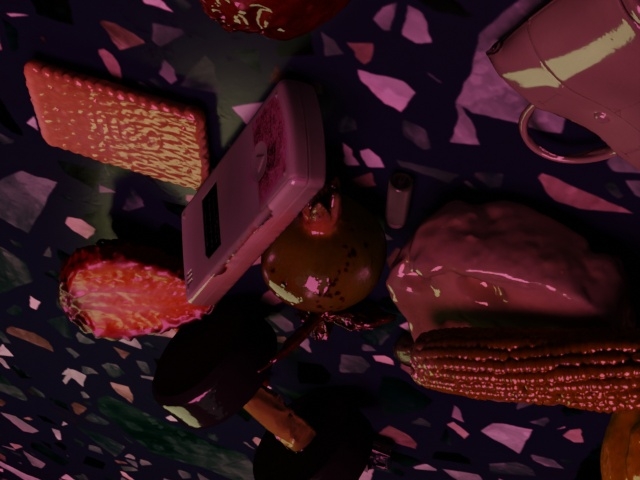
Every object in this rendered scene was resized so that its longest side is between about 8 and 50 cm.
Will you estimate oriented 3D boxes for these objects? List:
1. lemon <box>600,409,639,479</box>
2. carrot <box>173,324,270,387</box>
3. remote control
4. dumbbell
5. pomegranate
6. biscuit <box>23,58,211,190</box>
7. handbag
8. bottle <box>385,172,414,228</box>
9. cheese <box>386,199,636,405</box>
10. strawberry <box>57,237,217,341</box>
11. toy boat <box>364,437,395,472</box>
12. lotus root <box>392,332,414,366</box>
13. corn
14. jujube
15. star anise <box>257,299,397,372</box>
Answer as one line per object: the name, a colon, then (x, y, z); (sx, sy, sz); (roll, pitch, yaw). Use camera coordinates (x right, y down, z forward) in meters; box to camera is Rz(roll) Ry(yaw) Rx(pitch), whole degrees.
lemon: (0.494, 0.266, 1.302); (0.348, 0.348, 0.348); (17, 146, 12)
carrot: (-0.163, 0.188, 1.881); (0.190, 0.037, 0.037); (37, 145, -12)
remote control: (-0.089, -0.050, 1.383); (0.050, 0.145, 0.344); (7, 151, -26)
dumbbell: (-0.086, 0.260, 1.774); (0.204, 0.203, 0.322); (-13, 131, 44)
pomegranate: (0.000, 0.000, 1.397); (0.159, 0.159, 0.205); (16, 142, 14)
biscuit: (-0.257, -0.149, 1.470); (0.250, 0.030, 0.160); (17, 146, 12)
handbag: (0.295, -0.156, 1.085); (0.241, 0.109, 0.315); (31, 160, -8)
bottle: (0.095, -0.047, 1.385); (0.030, 0.030, 0.083); (18, 147, 10)
cheese: (0.228, 0.084, 1.404); (0.318, 0.115, 0.326); (31, 145, -11)
strawberry: (-0.273, 0.057, 1.718); (0.237, 0.111, 0.190); (0, 135, -4)
toy boat: (0.055, 0.351, 1.944); (0.141, 0.060, 0.055); (17, 148, 17)
lotus root: (0.139, 0.158, 1.626); (0.099, 0.049, 0.054); (-4, 139, 46)
corn: (0.248, 0.140, 1.290); (0.320, 0.097, 0.097); (0, 139, 32)
jujube: (-0.046, -0.262, 1.066); (0.168, 0.168, 0.236); (34, 163, -14)
star anise: (-0.004, 0.121, 1.589); (0.158, 0.144, 0.140); (40, 136, -20)
